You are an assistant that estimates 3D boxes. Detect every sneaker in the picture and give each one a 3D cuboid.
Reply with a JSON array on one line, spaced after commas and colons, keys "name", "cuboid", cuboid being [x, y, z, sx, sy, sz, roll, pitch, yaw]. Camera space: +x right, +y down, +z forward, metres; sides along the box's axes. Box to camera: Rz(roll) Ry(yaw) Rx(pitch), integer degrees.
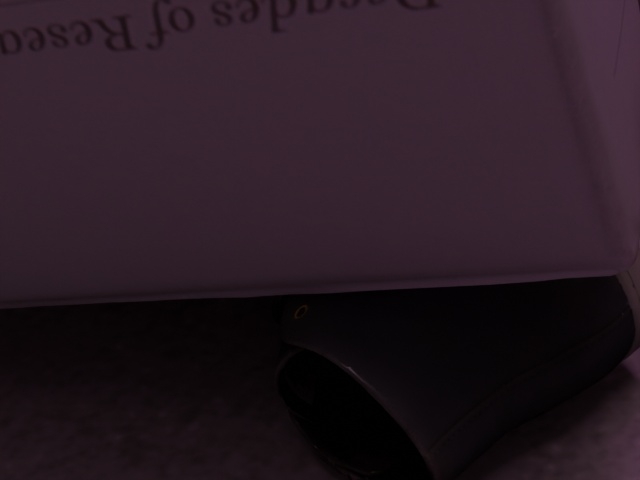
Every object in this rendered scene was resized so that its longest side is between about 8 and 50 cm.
[{"name": "sneaker", "cuboid": [0.000, 0.000, 0.529, 0.118, 0.083, 0.222, -32, 44, -31]}]

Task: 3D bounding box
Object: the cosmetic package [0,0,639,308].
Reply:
[{"name": "cosmetic package", "cuboid": [-0.089, -0.222, 0.440, 0.327, 0.393, 0.329, -4, 50, 21]}]
